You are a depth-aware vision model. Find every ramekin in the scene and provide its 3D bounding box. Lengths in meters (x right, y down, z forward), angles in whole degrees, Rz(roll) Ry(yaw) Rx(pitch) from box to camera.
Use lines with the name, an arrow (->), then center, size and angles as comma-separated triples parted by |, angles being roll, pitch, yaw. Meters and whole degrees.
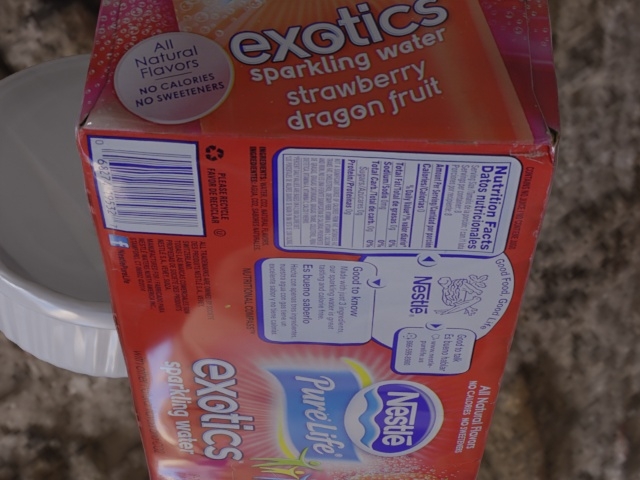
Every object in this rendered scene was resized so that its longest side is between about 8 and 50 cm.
ramekin -> -0.160, -0.014, 1.019 | 0.273, 0.273, 0.127 | 49, 146, 25

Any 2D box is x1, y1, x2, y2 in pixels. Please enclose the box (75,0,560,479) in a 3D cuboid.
box -> 0.000, 0.000, 0.457 | 0.257, 0.128, 0.122 | 90, -178, -54
